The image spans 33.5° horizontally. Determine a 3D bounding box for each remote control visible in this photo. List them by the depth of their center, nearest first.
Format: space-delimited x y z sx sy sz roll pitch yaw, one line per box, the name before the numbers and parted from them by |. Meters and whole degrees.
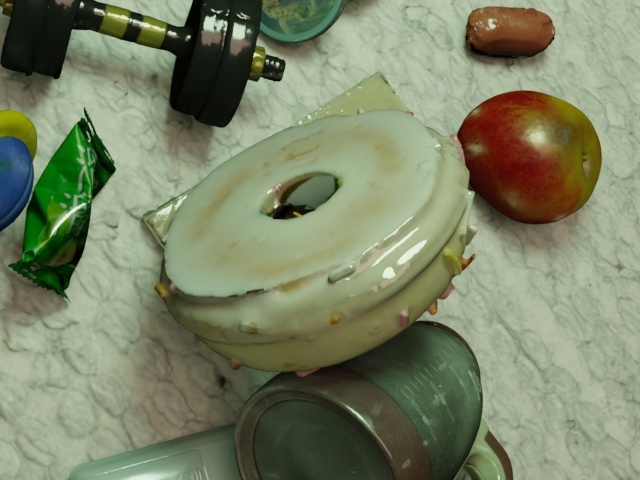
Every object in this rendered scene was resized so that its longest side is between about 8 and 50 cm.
remote control | -0.148 0.285 1.285 0.293 0.051 0.103 -12 78 -23

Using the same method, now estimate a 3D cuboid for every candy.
candy | -0.301 -0.041 1.254 0.078 0.141 0.203 19 73 -2

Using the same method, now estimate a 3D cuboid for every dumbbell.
dumbbell | -0.228 -0.260 1.296 0.388 0.185 0.185 13 75 -17

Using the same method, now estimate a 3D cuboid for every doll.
doll | -0.463 -0.074 1.182 0.242 0.159 0.311 45 77 6

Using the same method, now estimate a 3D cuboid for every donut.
donut | 0.000 0.000 1.217 0.382 0.382 0.142 -41 127 -21

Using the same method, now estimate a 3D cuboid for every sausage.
sausage | 0.273 -0.301 1.537 0.141 0.076 0.076 -1 80 -18

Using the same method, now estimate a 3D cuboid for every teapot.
teapot | 0.102 0.244 1.277 0.312 0.233 0.315 -31 87 -48

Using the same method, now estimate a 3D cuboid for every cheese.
cheese | -0.050 -0.101 1.406 0.400 0.034 0.085 -33 92 -22

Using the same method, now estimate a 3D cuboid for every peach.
peach | 0.287 -0.116 1.484 0.190 0.192 0.190 -18 114 -48

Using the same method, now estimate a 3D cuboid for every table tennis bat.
table tennis bat | -0.061 -0.372 1.424 0.149 0.038 0.237 -40 79 19
